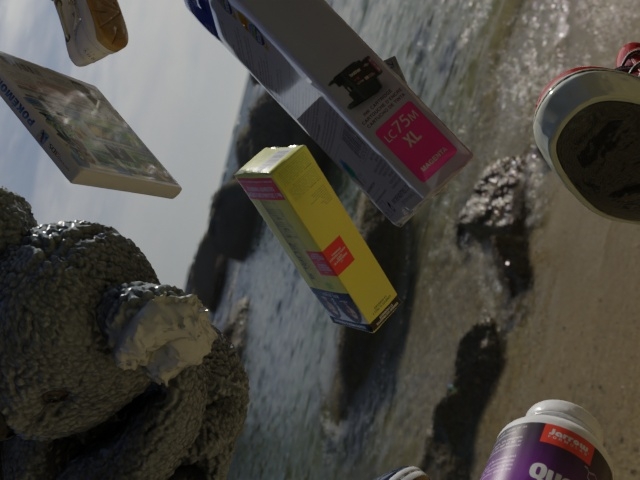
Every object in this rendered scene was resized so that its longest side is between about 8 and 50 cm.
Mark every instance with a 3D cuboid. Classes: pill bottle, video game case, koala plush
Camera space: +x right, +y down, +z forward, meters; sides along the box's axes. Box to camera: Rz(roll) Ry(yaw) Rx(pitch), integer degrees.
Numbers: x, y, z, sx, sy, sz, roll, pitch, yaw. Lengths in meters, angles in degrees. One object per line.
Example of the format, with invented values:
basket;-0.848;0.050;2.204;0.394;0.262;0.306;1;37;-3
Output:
pill bottle;0.320;0.384;1.109;0.323;0.181;0.181;-48;-16;-48
video game case;-0.423;-0.201;1.363;0.036;0.300;0.329;-44;-14;12
koala plush;-0.139;0.071;0.460;0.203;0.196;0.221;-45;-29;-34

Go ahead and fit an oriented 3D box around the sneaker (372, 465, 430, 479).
sneaker;-0.036;0.283;0.747;0.153;0.282;0.099;44;166;41

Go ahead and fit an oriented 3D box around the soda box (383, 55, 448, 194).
soda box;0.167;-0.223;1.553;0.098;0.091;0.286;47;-158;-76

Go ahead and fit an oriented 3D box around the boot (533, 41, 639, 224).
boot;0.224;-0.100;0.557;0.088;0.244;0.176;-46;43;36

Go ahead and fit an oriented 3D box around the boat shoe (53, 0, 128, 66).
boat shoe;-0.362;-0.379;1.098;0.098;0.096;0.277;19;-130;-61

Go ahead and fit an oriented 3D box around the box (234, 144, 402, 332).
box;0.000;0.000;0.876;0.058;0.232;0.087;-44;27;-24

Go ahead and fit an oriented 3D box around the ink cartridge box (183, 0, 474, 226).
ink cartridge box;-0.008;-0.150;0.674;0.065;0.311;0.186;-45;-2;-5
